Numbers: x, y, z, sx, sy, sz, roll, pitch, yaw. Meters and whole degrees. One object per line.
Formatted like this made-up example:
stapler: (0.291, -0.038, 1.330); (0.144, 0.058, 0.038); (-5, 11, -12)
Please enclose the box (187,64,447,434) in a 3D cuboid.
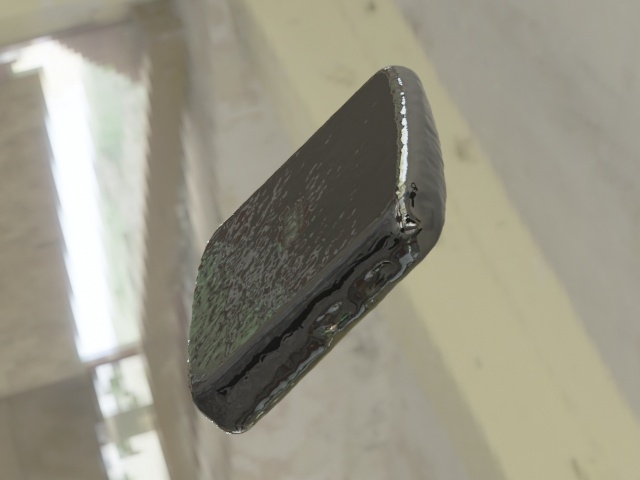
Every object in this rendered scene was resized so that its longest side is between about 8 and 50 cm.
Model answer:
box: (0.000, 0.000, 0.732); (0.027, 0.125, 0.126); (37, 24, -20)
